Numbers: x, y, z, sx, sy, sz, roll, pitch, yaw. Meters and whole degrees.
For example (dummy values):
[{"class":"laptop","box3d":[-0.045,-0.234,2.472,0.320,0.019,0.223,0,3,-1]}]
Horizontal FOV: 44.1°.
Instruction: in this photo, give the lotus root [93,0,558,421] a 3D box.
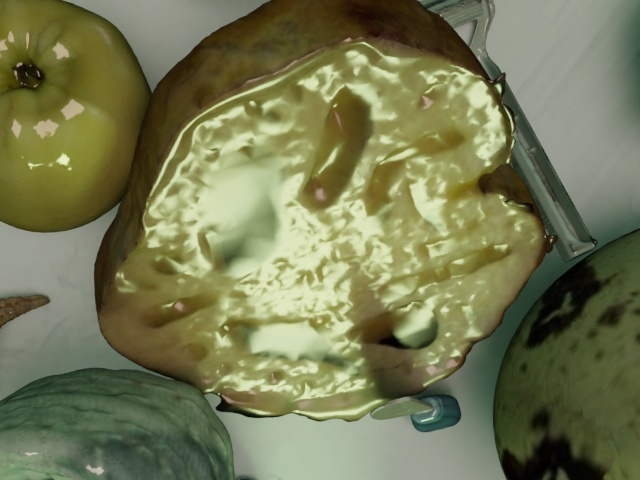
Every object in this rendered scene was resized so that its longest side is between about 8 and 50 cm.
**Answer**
[{"class":"lotus root","box3d":[0.000,0.000,0.642,0.375,0.111,0.390,-20,132,-4]}]

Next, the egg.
[{"class":"egg","box3d":[0.332,0.127,0.703,0.379,0.287,0.287,-27,102,-6]}]

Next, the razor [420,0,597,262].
[{"class":"razor","box3d":[0.178,-0.110,0.737,0.111,0.056,0.278,-23,86,-8]}]

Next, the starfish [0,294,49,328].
[{"class":"starfish","box3d":[-0.389,0.121,0.662,0.301,0.084,0.293,18,76,-21]}]

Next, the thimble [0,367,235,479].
[{"class":"thimble","box3d":[-0.191,0.209,0.606,0.250,0.172,0.205,-29,99,14]}]

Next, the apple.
[{"class":"apple","box3d":[-0.221,-0.101,0.628,0.200,0.200,0.200,-2,99,-10]}]

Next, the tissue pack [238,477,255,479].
[{"class":"tissue pack","box3d":[-0.108,0.349,0.671,0.209,0.269,0.137,-29,103,-5]}]

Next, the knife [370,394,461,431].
[{"class":"knife","box3d":[0.080,0.153,0.705,0.058,0.244,0.032,-14,73,17]}]
